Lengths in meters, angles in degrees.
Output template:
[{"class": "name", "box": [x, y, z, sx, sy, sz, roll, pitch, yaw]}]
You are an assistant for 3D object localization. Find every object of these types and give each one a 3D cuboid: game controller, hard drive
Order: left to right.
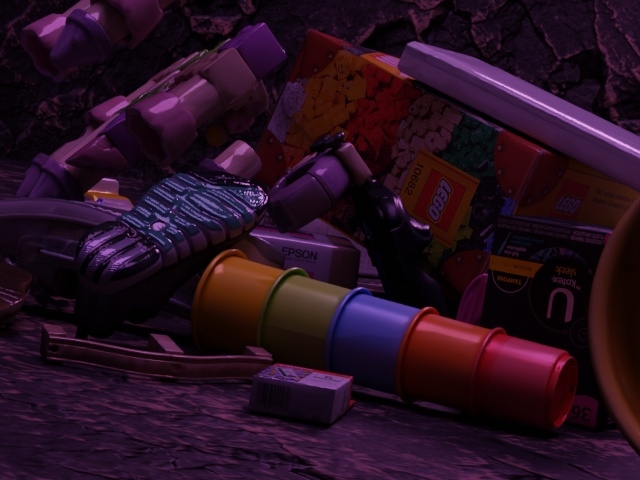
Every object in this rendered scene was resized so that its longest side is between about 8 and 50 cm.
[{"class": "game controller", "box": [0.075, 0.028, 1.754, 0.067, 0.166, 0.319, -11, 5, -1]}, {"class": "hard drive", "box": [0.255, -0.131, 1.939, 0.307, 0.040, 0.203, 29, 12, 25]}]

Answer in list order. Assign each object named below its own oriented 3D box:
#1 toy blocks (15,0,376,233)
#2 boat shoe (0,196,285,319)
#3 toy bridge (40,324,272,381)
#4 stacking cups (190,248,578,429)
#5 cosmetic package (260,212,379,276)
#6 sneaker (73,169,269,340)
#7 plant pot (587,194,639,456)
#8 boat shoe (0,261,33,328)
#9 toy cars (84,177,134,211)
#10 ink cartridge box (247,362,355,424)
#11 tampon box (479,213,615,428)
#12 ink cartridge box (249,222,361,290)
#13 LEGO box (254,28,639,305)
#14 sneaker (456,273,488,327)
[{"class": "toy blocks", "box": [-0.175, -0.092, 1.724, 0.260, 0.309, 0.288, -41, 14, -23]}, {"class": "boat shoe", "box": [-0.193, 0.028, 1.622, 0.320, 0.103, 0.118, 9, -11, 13]}, {"class": "toy bridge", "box": [-0.121, 0.092, 1.381, 0.188, 0.026, 0.063, 7, 7, -19]}, {"class": "stacking cups", "box": [0.051, 0.091, 1.438, 0.316, 0.096, 0.096, 16, 7, 24]}, {"class": "cosmetic package", "box": [0.000, 0.000, 2.461, 0.231, 0.085, 0.117, 4, 6, -33]}, {"class": "sneaker", "box": [-0.134, 0.013, 1.502, 0.083, 0.098, 0.224, 35, 37, 23]}, {"class": "plant pot", "box": [0.333, 0.078, 1.204, 0.254, 0.254, 0.239, 11, -11, 26]}, {"class": "boat shoe", "box": [-0.280, 0.055, 1.495, 0.056, 0.048, 0.153, 21, 10, -5]}, {"class": "toy cars", "box": [-0.287, -0.031, 2.255, 0.176, 0.087, 0.394, 8, 5, -9]}, {"class": "ink cartridge box", "box": [-0.010, 0.111, 1.322, 0.063, 0.029, 0.115, 9, 5, 11]}, {"class": "tampon box", "box": [0.209, 0.066, 1.488, 0.120, 0.161, 0.101, 10, 5, 33]}, {"class": "ink cartridge box", "box": [-0.081, 0.026, 1.918, 0.235, 0.088, 0.193, 9, 3, -5]}, {"class": "LEGO box", "box": [0.223, -0.057, 2.133, 0.372, 0.193, 0.500, 32, 14, 37]}, {"class": "sneaker", "box": [0.254, 0.093, 1.605, 0.252, 0.103, 0.111, 20, 3, 34]}]
